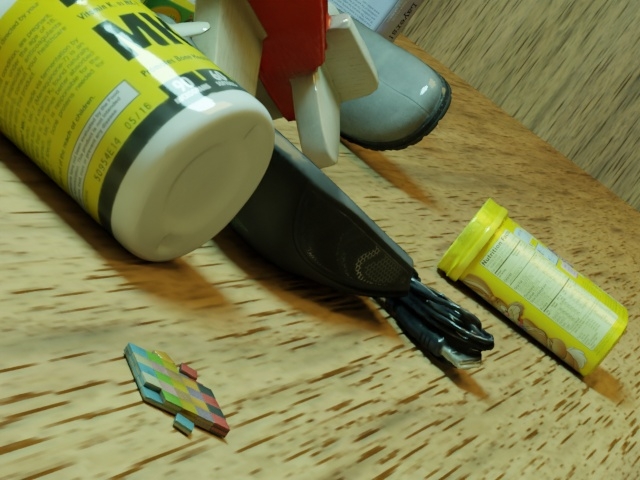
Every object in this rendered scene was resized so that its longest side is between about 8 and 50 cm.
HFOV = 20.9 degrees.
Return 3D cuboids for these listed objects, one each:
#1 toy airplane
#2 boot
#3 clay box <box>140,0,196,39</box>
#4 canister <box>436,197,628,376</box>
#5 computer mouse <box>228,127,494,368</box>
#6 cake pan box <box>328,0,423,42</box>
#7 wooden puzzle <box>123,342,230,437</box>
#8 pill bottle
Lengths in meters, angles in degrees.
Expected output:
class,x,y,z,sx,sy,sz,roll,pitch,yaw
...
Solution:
class,x,y,z,sx,sy,sz,roll,pitch,yaw
toy airplane,-0.084,-0.231,1.400,0.273,0.384,0.386,0,4,0
boot,-0.031,-0.224,1.840,0.338,0.118,0.223,30,-6,39
clay box,-0.164,-0.231,1.698,0.127,0.053,0.222,42,12,32
canister,0.198,0.043,1.602,0.170,0.073,0.126,38,12,3
computer mouse,0.000,0.000,1.231,0.188,0.072,0.272,44,1,42
cake pan box,-0.003,-0.334,2.105,0.267,0.245,0.070,40,8,24
wooden puzzle,-0.071,0.073,0.857,0.049,0.006,0.083,30,13,-29
pill bottle,-0.138,-0.093,1.052,0.208,0.119,0.119,41,12,24
